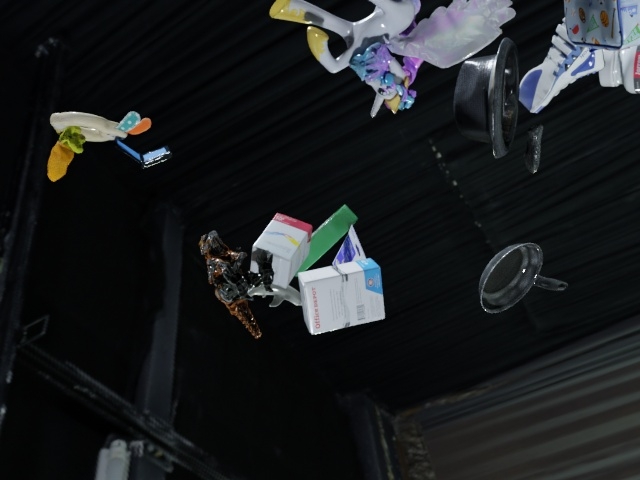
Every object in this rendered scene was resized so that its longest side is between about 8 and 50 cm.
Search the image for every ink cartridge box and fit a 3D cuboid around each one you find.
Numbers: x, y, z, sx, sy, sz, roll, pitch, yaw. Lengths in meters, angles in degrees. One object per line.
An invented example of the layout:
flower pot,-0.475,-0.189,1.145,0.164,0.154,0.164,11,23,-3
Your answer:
ink cartridge box,0.051,0.134,1.541,0.082,0.190,0.140,-127,28,-68
ink cartridge box,-0.120,0.031,1.948,0.176,0.127,0.128,-58,-16,-45
ink cartridge box,0.119,0.088,2.218,0.045,0.208,0.206,2,-135,-23

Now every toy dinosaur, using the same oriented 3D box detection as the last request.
toy dinosaur,-0.240,0.118,1.835,0.322,0.218,0.164,50,-129,-12

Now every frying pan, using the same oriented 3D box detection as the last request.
frying pan,0.506,0.071,1.552,0.053,0.326,0.197,43,139,43

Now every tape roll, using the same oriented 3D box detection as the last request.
tape roll,0.000,0.000,2.366,0.077,0.321,0.321,46,-162,-2

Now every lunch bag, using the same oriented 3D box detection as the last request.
lunch bag,0.681,-0.568,1.506,0.303,0.114,0.243,-102,-5,-69

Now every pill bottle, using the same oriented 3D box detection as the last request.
pill bottle,1.041,-0.541,1.952,0.176,0.318,0.176,-16,-70,-52

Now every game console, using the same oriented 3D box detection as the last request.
game console,-0.398,-0.208,1.421,0.122,0.107,0.071,-136,25,-65

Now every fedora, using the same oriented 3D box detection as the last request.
fedora,0.473,-0.407,1.828,0.334,0.152,0.334,-23,-64,-60

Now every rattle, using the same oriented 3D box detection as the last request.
rattle,-0.473,-0.202,1.355,0.130,0.199,0.143,110,165,-63

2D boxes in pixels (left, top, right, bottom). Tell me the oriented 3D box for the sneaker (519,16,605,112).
sneaker,0.760,-0.520,1.930,0.182,0.316,0.127,4,-135,-26

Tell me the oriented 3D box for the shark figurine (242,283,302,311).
shark figurine,-0.190,0.174,2.374,0.278,0.116,0.166,1,-144,-30

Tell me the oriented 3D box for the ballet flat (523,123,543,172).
ballet flat,0.643,-0.270,1.898,0.057,0.049,0.173,48,161,40

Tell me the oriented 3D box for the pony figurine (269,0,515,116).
pony figurine,0.140,-0.435,1.237,0.363,0.351,0.303,29,-154,-41
